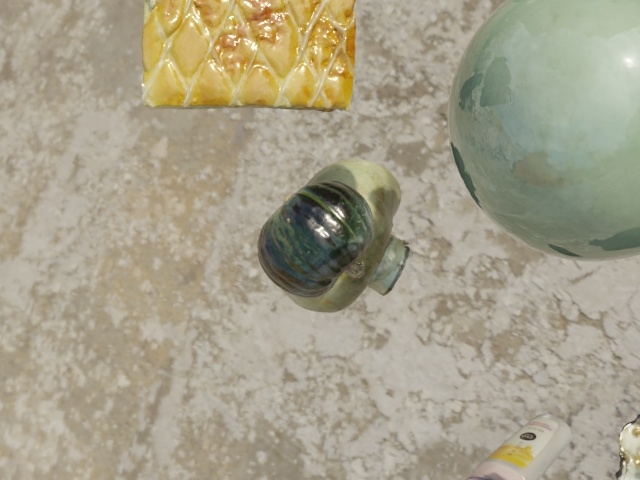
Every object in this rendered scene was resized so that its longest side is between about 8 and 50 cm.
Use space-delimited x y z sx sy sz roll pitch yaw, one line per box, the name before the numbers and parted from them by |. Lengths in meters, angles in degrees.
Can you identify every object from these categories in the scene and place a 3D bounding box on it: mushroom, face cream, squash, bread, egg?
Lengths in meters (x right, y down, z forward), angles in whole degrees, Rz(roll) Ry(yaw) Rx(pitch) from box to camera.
mushroom | 0.049 -0.005 1.766 0.352 0.260 0.352 -62 5 9
face cream | 0.378 0.417 1.614 0.107 0.269 0.073 -2 105 43
squash | -0.005 -0.003 1.427 0.218 0.218 0.172 -35 72 24
bread | -0.063 -0.174 0.745 0.068 0.188 0.125 -162 72 -76
egg | 0.266 -0.116 0.836 0.276 0.389 0.276 -2 85 17

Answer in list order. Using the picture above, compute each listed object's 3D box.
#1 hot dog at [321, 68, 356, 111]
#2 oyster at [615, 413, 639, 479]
hot dog | -0.048 -0.203 0.929 0.191 0.108 0.059 29 75 3
oyster | 0.470 0.288 1.035 0.223 0.083 0.214 -40 65 3
